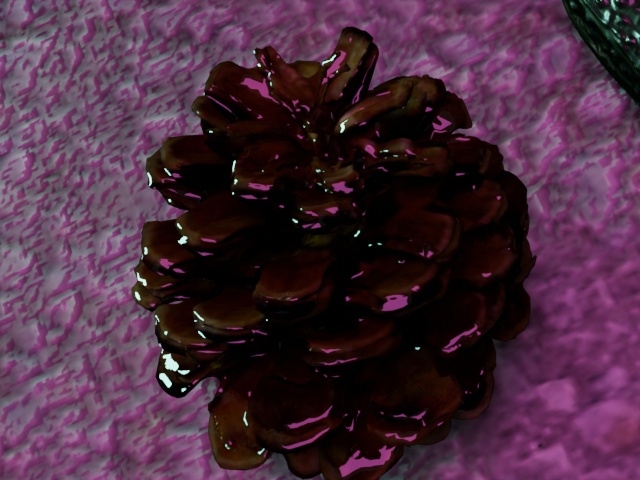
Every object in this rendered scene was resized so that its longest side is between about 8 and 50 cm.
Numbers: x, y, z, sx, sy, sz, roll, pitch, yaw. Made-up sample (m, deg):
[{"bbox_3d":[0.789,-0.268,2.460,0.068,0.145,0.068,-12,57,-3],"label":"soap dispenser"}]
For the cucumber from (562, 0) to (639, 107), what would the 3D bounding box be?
[{"bbox_3d":[0.214,-0.085,0.752,0.074,0.074,0.241,-40,67,-3],"label":"cucumber"}]

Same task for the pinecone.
[{"bbox_3d":[0.000,0.000,0.698,0.221,0.221,0.221,-4,71,11],"label":"pinecone"}]
